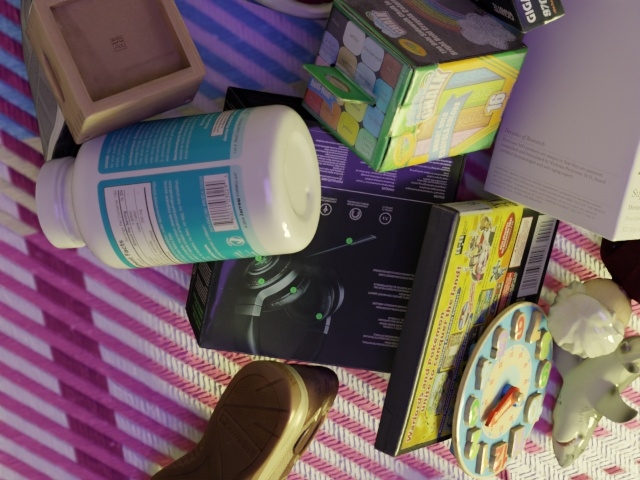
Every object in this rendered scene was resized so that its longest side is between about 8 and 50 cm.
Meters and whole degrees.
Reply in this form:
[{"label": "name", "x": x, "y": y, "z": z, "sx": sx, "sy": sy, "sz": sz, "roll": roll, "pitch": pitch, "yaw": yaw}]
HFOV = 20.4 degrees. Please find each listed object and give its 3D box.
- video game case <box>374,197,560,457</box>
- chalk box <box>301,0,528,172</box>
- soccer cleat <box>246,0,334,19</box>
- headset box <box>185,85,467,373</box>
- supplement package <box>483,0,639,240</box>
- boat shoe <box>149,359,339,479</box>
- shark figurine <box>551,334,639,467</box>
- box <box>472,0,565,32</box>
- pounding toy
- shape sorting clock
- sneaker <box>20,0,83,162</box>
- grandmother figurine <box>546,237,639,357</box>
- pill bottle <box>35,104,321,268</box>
[{"label": "video game case", "x": 0.165, "y": 0.086, "z": 1.939, "sx": 0.248, "sy": 0.035, "sz": 0.274, "roll": -8, "pitch": 115, "yaw": -56}, {"label": "chalk box", "x": 0.077, "y": -0.161, "z": 1.788, "sx": 0.213, "sy": 0.132, "sz": 0.132, "roll": -14, "pitch": 136, "yaw": -37}, {"label": "soccer cleat", "x": -0.100, "y": -0.306, "z": 1.794, "sx": 0.331, "sy": 0.143, "sz": 0.116, "roll": 13, "pitch": 96, "yaw": -16}, {"label": "headset box", "x": 0.000, "y": 0.000, "z": 1.913, "sx": 0.246, "sy": 0.131, "sz": 0.283, "roll": 8, "pitch": 104, "yaw": -14}, {"label": "supplement package", "x": 0.321, "y": -0.166, "z": 1.872, "sx": 0.177, "sy": 0.175, "sz": 0.293, "roll": -4, "pitch": 112, "yaw": -49}, {"label": "boat shoe", "x": -0.090, "y": 0.261, "z": 1.968, "sx": 0.123, "sy": 0.123, "sz": 0.342, "roll": -5, "pitch": 134, "yaw": -50}, {"label": "shark figurine", "x": 0.375, "y": 0.147, "z": 2.033, "sx": 0.116, "sy": 0.278, "sz": 0.166, "roll": -5, "pitch": 76, "yaw": -48}, {"label": "box", "x": 0.168, "y": -0.316, "z": 1.807, "sx": 0.051, "sy": 0.220, "sz": 0.175, "roll": -24, "pitch": 110, "yaw": -4}, {"label": "pounding toy", "x": -0.176, "y": -0.218, "z": 1.727, "sx": 0.206, "sy": 0.094, "sz": 0.181, "roll": -22, "pitch": 81, "yaw": -19}, {"label": "shape sorting clock", "x": 0.207, "y": 0.168, "z": 1.979, "sx": 0.206, "sy": 0.040, "sz": 0.206, "roll": -35, "pitch": 136, "yaw": -43}, {"label": "sneaker", "x": -0.253, "y": -0.154, "z": 1.842, "sx": 0.100, "sy": 0.108, "sz": 0.271, "roll": -16, "pitch": 120, "yaw": -20}, {"label": "grandmother figurine", "x": 0.400, "y": 0.011, "z": 1.980, "sx": 0.342, "sy": 0.208, "sz": 0.104, "roll": -37, "pitch": 141, "yaw": -2}, {"label": "pill bottle", "x": -0.143, "y": -0.049, "z": 1.751, "sx": 0.264, "sy": 0.146, "sz": 0.146, "roll": -5, "pitch": 109, "yaw": 19}]
